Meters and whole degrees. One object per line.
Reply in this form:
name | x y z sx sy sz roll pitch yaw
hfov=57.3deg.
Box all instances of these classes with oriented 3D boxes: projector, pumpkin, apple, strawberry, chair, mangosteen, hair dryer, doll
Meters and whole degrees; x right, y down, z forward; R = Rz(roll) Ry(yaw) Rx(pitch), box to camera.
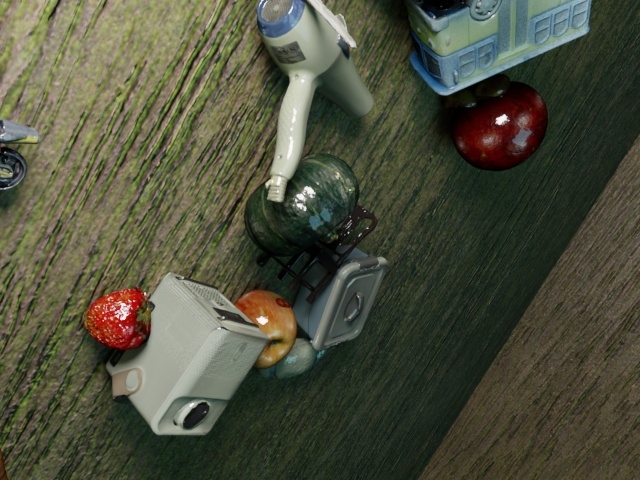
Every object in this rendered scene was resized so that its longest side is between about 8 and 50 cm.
projector | -0.230 0.202 0.990 0.242 0.177 0.163 -55 145 3
pumpkin | -0.027 -0.058 0.991 0.211 0.211 0.152 -39 110 -22
apple | -0.116 0.175 1.146 0.146 0.131 0.146 -25 136 -28
strawberry | -0.311 0.123 0.903 0.106 0.106 0.106 -31 140 -30
chair | 0.000 0.000 1.157 0.229 0.106 0.113 -52 148 -6
mangosteen | 0.379 -0.280 1.305 0.215 0.215 0.257 -49 115 -8
hair dryer | 0.001 -0.211 0.919 0.296 0.119 0.298 -11 105 -60
doll | -0.065 0.272 1.346 0.214 0.071 0.103 -4 121 -45

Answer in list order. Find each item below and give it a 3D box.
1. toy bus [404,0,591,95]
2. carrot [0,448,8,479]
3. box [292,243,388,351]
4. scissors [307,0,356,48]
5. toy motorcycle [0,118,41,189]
toy bus | 0.314 -0.414 1.044 0.312 0.152 0.190 -24 141 -2
carrot | -0.513 0.376 0.925 0.048 0.048 0.216 -28 143 -34
box | 0.041 0.121 1.290 0.162 0.130 0.227 -10 128 -47
scissors | -0.012 -0.321 0.765 0.110 0.212 0.021 -9 144 -46
toy motorcycle | -0.396 -0.115 0.609 0.193 0.061 0.124 7 121 -44
